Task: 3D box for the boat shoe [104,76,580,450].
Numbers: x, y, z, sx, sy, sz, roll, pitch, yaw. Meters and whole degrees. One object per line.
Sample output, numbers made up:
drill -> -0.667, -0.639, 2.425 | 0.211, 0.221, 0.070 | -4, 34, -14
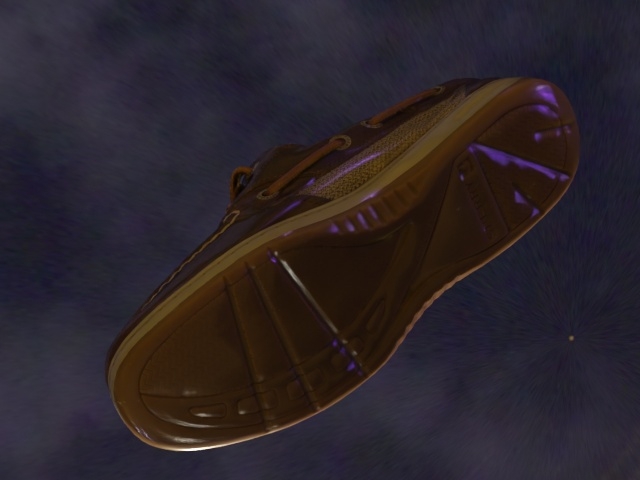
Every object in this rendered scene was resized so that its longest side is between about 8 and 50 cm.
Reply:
boat shoe -> 0.000, 0.000, 1.149 | 0.342, 0.123, 0.123 | -38, -55, -19
